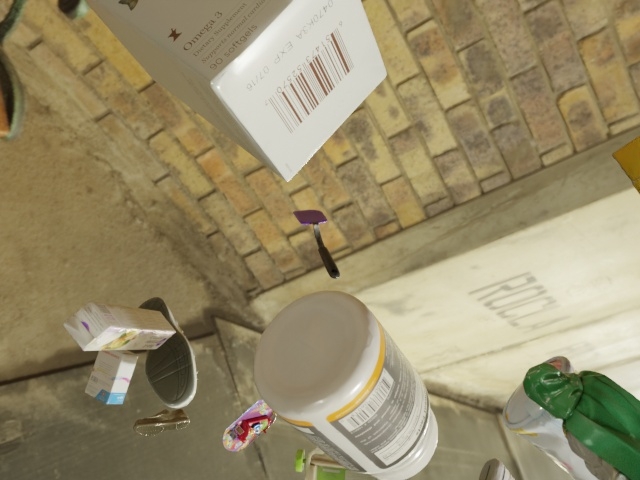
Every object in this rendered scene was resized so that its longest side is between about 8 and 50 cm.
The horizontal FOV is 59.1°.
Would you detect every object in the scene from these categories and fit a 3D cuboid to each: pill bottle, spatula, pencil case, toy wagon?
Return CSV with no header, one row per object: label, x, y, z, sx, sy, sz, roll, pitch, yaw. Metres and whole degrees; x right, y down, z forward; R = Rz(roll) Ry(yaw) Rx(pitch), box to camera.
pill bottle,0.047,0.200,0.728,0.278,0.162,0.162,54,23,-42
spatula,0.000,0.000,1.517,0.297,0.084,0.030,-113,-157,-44
pencil case,0.351,0.262,0.668,0.273,0.114,0.124,41,28,7
toy wagon,0.058,0.686,1.463,0.068,0.266,0.345,48,47,-78

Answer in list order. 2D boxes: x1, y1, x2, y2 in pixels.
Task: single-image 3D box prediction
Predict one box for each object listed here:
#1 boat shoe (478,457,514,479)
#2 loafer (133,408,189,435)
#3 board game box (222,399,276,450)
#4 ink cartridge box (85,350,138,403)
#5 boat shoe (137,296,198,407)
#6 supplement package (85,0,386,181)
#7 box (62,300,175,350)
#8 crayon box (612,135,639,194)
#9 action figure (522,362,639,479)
boat shoe,0.363,0.573,1.196,0.075,0.083,0.226,40,51,2
loafer,-0.427,0.484,1.510,0.147,0.056,0.050,4,39,-30
board game box,-0.176,0.500,1.491,0.033,0.168,0.133,37,-22,40
ink cartridge box,-0.499,0.318,1.351,0.052,0.088,0.123,25,80,-57
boat shoe,-0.365,0.275,1.374,0.320,0.118,0.103,51,-9,41
supplement package,-0.063,-0.143,0.378,0.179,0.105,0.105,39,-5,31
box,-0.378,0.171,1.100,0.067,0.063,0.324,49,-3,11
crayon box,0.592,-0.050,0.777,0.081,0.202,0.319,-4,62,-55
action figure,0.238,0.169,0.393,0.232,0.063,0.137,43,37,8
